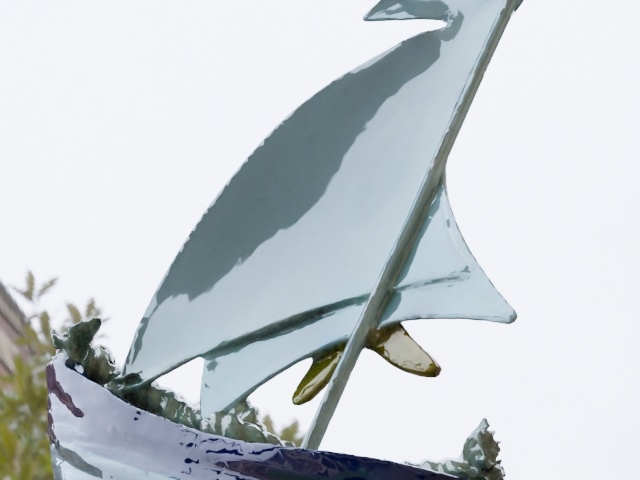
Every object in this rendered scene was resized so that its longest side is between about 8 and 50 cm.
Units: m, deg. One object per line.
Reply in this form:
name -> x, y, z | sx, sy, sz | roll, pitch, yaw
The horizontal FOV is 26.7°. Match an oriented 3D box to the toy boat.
toy boat -> 0.000, 0.000, 0.504 | 0.067, 0.220, 0.291 | 39, -114, -44
